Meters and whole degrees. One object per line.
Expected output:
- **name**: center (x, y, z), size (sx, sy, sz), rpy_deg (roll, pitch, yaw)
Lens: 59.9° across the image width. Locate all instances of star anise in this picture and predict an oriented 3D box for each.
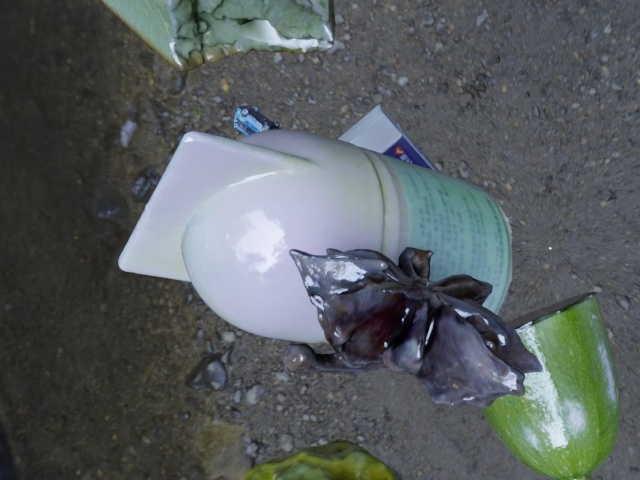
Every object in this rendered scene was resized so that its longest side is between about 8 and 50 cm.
- **star anise**: center (0.060, 0.063, 0.425), size (0.209, 0.231, 0.089), rpy_deg (-135, 52, -58)

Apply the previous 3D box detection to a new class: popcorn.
- **popcorn**: center (-0.005, 0.466, 0.944), size (0.292, 0.334, 0.294), rpy_deg (52, 129, 47)

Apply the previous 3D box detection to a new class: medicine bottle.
- **medicine bottle**: center (0.000, 0.000, 0.646), size (0.235, 0.406, 0.236), rpy_deg (-23, 62, 54)

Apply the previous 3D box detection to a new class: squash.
- **squash**: center (0.457, 0.294, 1.080), size (0.310, 0.310, 0.309), rpy_deg (-29, 77, 20)

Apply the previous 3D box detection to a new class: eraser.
- **eraser**: center (0.133, -0.136, 1.040), size (0.124, 0.068, 0.210), rpy_deg (-37, 119, 22)

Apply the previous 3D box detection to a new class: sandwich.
- **sandwich**: center (-0.100, -0.223, 0.374), size (0.227, 0.198, 0.155), rpy_deg (0, 131, 1)

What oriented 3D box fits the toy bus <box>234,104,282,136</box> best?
- **toy bus**: center (-0.106, -0.192, 0.940), size (0.083, 0.038, 0.046), rpy_deg (37, 121, 11)
